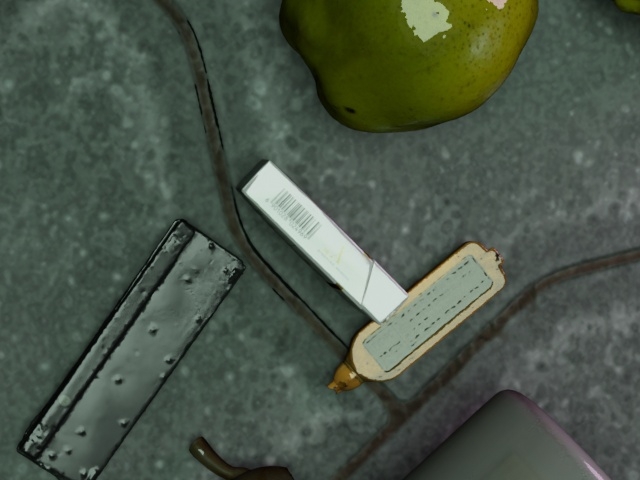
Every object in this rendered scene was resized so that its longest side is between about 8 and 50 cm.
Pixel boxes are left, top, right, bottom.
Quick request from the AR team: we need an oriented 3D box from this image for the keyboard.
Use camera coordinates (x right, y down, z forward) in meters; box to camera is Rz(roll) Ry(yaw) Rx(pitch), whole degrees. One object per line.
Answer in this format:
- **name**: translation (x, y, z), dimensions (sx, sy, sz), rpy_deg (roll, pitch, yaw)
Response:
- **keyboard**: translation (-0.153, 0.093, 1.365), dimensions (0.072, 0.023, 0.231), rpy_deg (35, 89, -14)

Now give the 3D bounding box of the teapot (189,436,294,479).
- **teapot**: translation (-0.063, 0.200, 1.355), dimensions (0.080, 0.085, 0.110), rpy_deg (-30, 76, -6)

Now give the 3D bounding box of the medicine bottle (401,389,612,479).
- **medicine bottle**: translation (0.092, 0.299, 1.308), dimensions (0.339, 0.208, 0.208), rpy_deg (-42, 97, -2)

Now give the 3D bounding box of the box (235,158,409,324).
- **box**: translation (0.000, 0.000, 1.344), dimensions (0.154, 0.084, 0.040), rpy_deg (44, 86, -7)

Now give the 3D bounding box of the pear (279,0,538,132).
- **pear**: translation (0.067, -0.179, 1.293), dimensions (0.198, 0.198, 0.198), rpy_deg (0, 93, -6)

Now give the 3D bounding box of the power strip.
- **power strip**: translation (0.076, 0.067, 1.385), dimensions (0.178, 0.028, 0.049), rpy_deg (-39, 97, -3)

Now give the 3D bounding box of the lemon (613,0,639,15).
- **lemon**: translation (0.342, -0.232, 1.322), dimensions (0.248, 0.184, 0.184), rpy_deg (-13, 94, -4)
